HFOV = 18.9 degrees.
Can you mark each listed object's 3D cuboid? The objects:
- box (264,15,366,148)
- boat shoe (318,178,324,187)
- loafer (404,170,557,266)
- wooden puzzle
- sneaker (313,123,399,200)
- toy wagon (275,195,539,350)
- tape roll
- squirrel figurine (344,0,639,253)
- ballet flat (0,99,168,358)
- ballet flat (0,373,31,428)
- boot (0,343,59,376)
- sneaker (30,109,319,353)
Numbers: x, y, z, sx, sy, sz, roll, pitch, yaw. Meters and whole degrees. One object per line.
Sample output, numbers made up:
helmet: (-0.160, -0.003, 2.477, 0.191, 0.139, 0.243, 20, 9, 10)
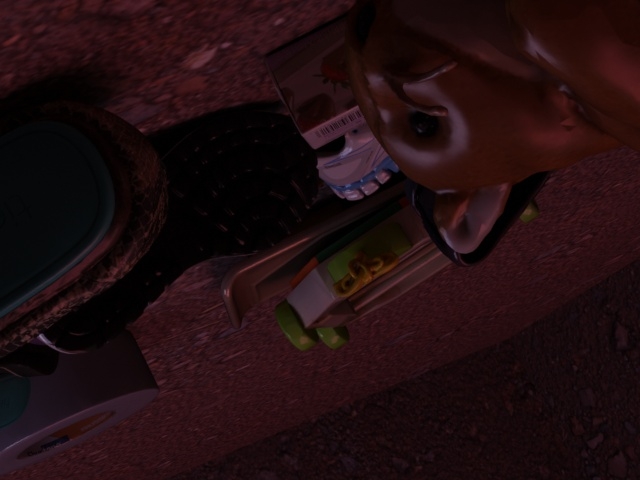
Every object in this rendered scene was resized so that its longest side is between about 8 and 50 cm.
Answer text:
box: (0.119, -0.165, 1.323, 0.324, 0.063, 0.067, -27, 172, 4)
boat shoe: (-0.027, -0.053, 1.552, 0.049, 0.056, 0.152, -37, 167, 24)
loafer: (0.183, -0.102, 1.469, 0.109, 0.095, 0.302, 21, 122, -32)
wooden puzzle: (0.000, 0.000, 1.955, 0.239, 0.044, 0.221, -31, 170, -5)
sneaker: (0.055, -0.106, 1.476, 0.191, 0.071, 0.083, -42, 137, 23)
toy wagon: (0.077, 0.014, 1.931, 0.267, 0.068, 0.344, -34, 169, 12)
tape roll: (-0.283, 0.175, 2.031, 0.219, 0.072, 0.219, -25, 171, -4)
squirrel figurine: (0.222, -0.114, 1.132, 0.370, 0.281, 0.397, -24, 155, 35)
ballet flat: (-0.300, 0.074, 1.224, 0.483, 0.164, 0.182, -30, 170, 5)
ballet flat: (-0.354, 0.145, 1.610, 0.280, 0.096, 0.095, -10, 118, -67)
boot: (-0.302, 0.070, 1.474, 0.137, 0.076, 0.198, -6, 156, 16)
sneaker: (-0.132, -0.018, 1.411, 0.283, 0.107, 0.124, -30, -161, -34)
